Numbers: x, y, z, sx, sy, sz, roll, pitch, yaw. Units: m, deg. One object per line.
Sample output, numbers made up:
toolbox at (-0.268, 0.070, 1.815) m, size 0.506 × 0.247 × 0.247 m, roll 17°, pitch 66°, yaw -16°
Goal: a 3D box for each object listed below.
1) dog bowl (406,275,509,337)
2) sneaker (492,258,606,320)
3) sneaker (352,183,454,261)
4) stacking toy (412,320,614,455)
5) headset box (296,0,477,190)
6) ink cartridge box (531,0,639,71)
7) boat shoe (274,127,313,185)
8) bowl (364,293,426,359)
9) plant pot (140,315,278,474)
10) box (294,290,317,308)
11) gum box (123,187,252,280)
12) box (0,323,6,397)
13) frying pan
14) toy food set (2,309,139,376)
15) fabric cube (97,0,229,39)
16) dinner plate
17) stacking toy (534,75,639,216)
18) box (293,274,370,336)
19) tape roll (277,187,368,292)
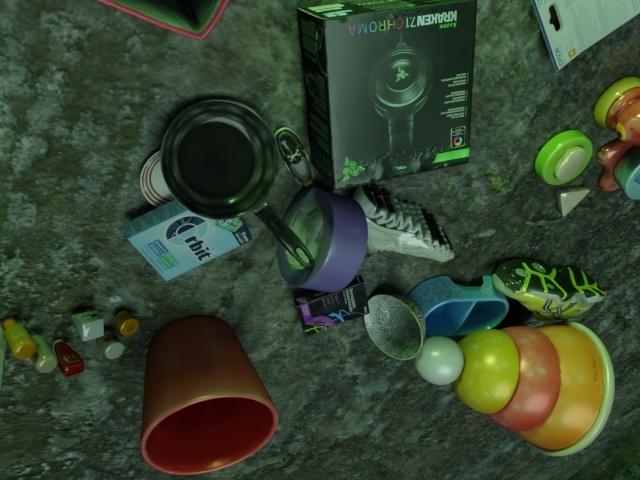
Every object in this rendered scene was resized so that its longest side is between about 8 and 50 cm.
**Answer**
dog bowl at (0.353, 0.174, 1.539) m, size 0.297 × 0.074 × 0.166 m, roll 2°, pitch 129°, yaw -26°
sneaker at (0.587, 0.150, 1.576) m, size 0.385 × 0.145 × 0.147 m, roll 12°, pitch 123°, yaw -31°
sneaker at (0.161, -0.019, 1.263) m, size 0.292 × 0.110 × 0.118 m, roll 26°, pitch 124°, yaw -30°
stacking toy at (0.446, 0.326, 1.522) m, size 0.480 × 0.350 × 0.350 m, roll 18°, pitch 122°, yaw -18°
headset box at (0.106, -0.235, 0.971) m, size 0.246 × 0.131 × 0.283 m, roll -12°, pitch 120°, yaw -14°
ink cartridge box at (0.468, -0.444, 1.045) m, size 0.224 × 0.045 × 0.223 m, roll -35°, pitch 135°, yaw 10°
boat shoe at (-0.046, -0.148, 1.085) m, size 0.046 × 0.038 × 0.125 m, roll -25°, pitch 136°, yaw -2°
bowl at (0.195, 0.193, 1.447) m, size 0.080 × 0.170 × 0.170 m, roll -26°, pitch 143°, yaw -41°
plant pot at (-0.250, 0.309, 1.265) m, size 0.275 × 0.243 × 0.275 m, roll -13°, pitch 134°, yaw -13°
box at (0.022, 0.137, 1.385) m, size 0.137 × 0.027 × 0.094 m, roll -39°, pitch 133°, yaw 12°
gum box at (-0.236, -0.015, 1.100) m, size 0.184 × 0.041 × 0.157 m, roll -25°, pitch 146°, yaw -1°
box at (-0.623, 0.138, 0.993) m, size 0.087 × 0.169 × 0.290 m, roll -13°, pitch 135°, yaw -10°
frying pan at (-0.112, -0.105, 1.018) m, size 0.326 × 0.053 × 0.197 m, roll 27°, pitch 87°, yaw -25°
toy food set at (-0.484, 0.185, 1.173) m, size 0.232 × 0.104 × 0.111 m, roll -14°, pitch 123°, yaw -37°
fabric cube at (-0.206, -0.408, 0.619) m, size 0.259 × 0.258 × 0.254 m, roll 14°, pitch 122°, yaw -33°
dinner plate at (-0.242, -0.109, 1.047) m, size 0.141 × 0.017 × 0.141 m, roll -14°, pitch 135°, yaw -14°
stacking toy at (0.644, -0.163, 1.324) m, size 0.279 × 0.130 × 0.309 m, roll -37°, pitch 134°, yaw 10°
box at (0.028, 0.149, 1.357) m, size 0.162 × 0.029 × 0.116 m, roll -21°, pitch 135°, yaw -7°
tape roll at (0.000, 0.000, 1.135) m, size 0.080 × 0.189 × 0.189 m, roll 13°, pitch 123°, yaw -34°
